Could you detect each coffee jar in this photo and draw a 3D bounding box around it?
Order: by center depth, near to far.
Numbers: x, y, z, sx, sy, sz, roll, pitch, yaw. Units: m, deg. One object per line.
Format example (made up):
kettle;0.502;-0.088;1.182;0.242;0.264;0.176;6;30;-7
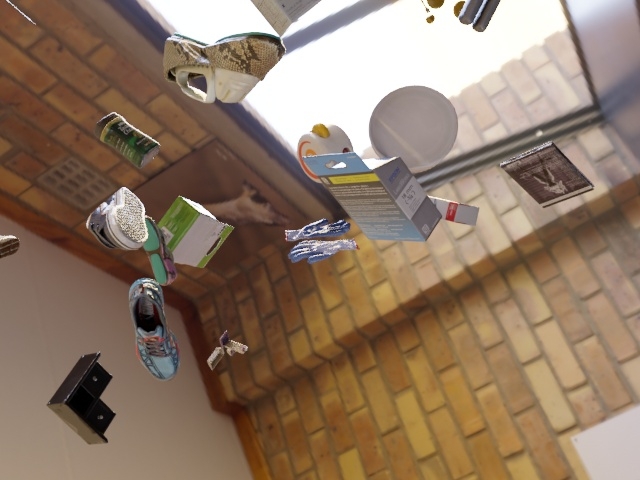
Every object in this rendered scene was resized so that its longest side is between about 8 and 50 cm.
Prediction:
coffee jar;-0.581;-0.302;2.195;0.184;0.079;0.096;35;-140;2

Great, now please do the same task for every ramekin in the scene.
ramekin;0.286;-0.333;2.269;0.272;0.273;0.127;63;-177;12

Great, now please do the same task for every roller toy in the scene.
roller toy;0.014;-0.309;2.614;0.146;0.209;0.191;-29;-95;-32

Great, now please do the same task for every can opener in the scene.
can opener;0.389;-0.597;1.614;0.074;0.280;0.093;22;-173;-16

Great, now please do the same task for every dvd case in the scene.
dvd case;0.639;-0.181;2.064;0.221;0.165;0.018;36;-130;-29

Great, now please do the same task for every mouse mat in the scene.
mouse mat;-0.928;-0.709;2.196;0.152;0.007;0.190;42;179;-34

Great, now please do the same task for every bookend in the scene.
bookend;-0.551;0.385;1.784;0.157;0.072;0.156;56;-141;-27

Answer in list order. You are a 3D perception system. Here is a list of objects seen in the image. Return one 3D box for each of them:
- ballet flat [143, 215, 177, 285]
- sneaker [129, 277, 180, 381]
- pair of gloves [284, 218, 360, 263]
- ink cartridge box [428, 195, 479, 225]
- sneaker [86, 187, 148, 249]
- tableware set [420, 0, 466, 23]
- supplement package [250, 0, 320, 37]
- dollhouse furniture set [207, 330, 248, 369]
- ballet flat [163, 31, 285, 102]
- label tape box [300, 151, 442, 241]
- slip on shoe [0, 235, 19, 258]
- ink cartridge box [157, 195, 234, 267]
ballet flat;-0.488;0.026;2.222;0.079;0.077;0.221;-36;-69;-59
sneaker;-0.409;0.228;1.760;0.125;0.104;0.261;-130;25;-77
pair of gloves;0.000;0.000;1.661;0.198;0.159;0.023;-110;13;-65
ink cartridge box;0.354;-0.083;2.032;0.099;0.056;0.135;8;-173;-42
sneaker;-0.532;-0.029;1.914;0.126;0.127;0.321;48;-175;-22
tableware set;0.323;-0.584;1.802;0.104;0.154;0.024;60;175;-9
supplement package;-0.096;-0.747;2.147;0.203;0.194;0.149;49;166;-10
dollhouse furniture set;-0.259;0.338;2.093;0.114;0.081;0.091;-55;-27;-36
ballet flat;-0.266;-0.448;1.928;0.164;0.182;0.483;10;-175;-43
label tape box;0.139;-0.145;1.973;0.241;0.106;0.333;3;140;53
slip on shoe;-0.653;0.017;1.437;0.135;0.041;0.051;-37;-41;-61
ink cartridge box;-0.422;-0.019;2.403;0.097;0.188;0.255;39;-175;21
